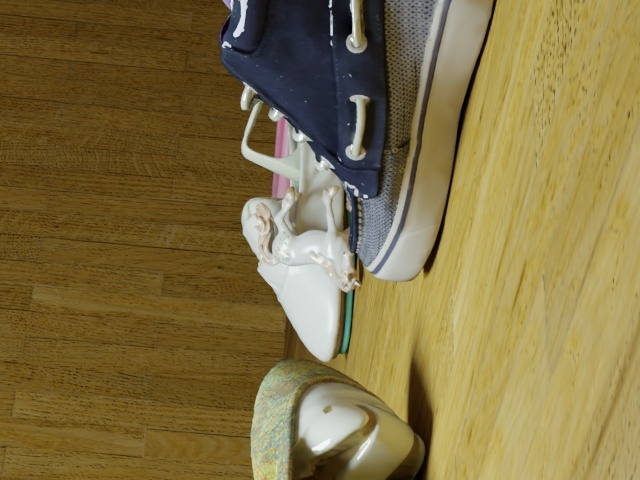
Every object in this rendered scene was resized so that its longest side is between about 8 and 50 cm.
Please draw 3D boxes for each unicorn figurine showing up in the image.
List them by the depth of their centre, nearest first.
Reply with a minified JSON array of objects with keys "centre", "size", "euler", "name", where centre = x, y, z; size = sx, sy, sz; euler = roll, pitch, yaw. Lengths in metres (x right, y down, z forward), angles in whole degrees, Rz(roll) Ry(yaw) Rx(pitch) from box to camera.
[{"centre":[0.000,0.000,1.877],"size":[0.162,0.060,0.111],"euler":[-7,73,46],"name":"unicorn figurine"}]

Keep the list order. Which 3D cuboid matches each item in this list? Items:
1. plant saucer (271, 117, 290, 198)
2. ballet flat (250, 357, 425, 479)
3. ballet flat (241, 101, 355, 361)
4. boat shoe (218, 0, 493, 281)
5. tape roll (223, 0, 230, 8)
[{"centre":[-0.008,-0.179,2.335],"size":[0.332,0.084,0.332],"euler":[-176,90,-86],"name":"plant saucer"},{"centre":[0.020,0.177,1.173],"size":[0.348,0.123,0.123],"euler":[-88,4,-52],"name":"ballet flat"},{"centre":[-0.025,-0.062,2.002],"size":[0.139,0.139,0.400],"euler":[104,170,-69],"name":"ballet flat"},{"centre":[0.011,-0.100,1.186],"size":[0.340,0.158,0.127],"euler":[99,175,-50],"name":"boat shoe"},{"centre":[-0.026,-0.312,1.914],"size":[0.080,0.189,0.189],"euler":[-93,9,-74],"name":"tape roll"}]
